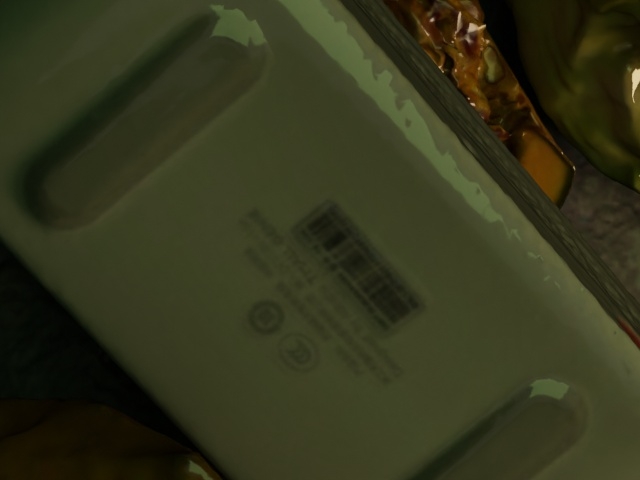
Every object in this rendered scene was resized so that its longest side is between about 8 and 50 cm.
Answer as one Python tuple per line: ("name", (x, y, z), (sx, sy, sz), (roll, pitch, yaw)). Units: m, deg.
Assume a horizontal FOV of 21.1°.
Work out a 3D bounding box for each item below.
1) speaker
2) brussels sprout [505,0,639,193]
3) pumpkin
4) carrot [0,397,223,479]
("speaker", (0.000, 0.000, 0.833), (0.184, 0.183, 0.406), (-39, 104, 12))
("brussels sprout", (0.258, -0.163, 0.916), (0.344, 0.268, 0.344), (-4, 102, -18))
("pumpkin", (0.008, -0.104, 0.940), (0.163, 0.111, 0.278), (-30, 107, 10))
("carrot", (-0.125, 0.197, 0.793), (0.241, 0.341, 0.241), (0, 82, -2))
